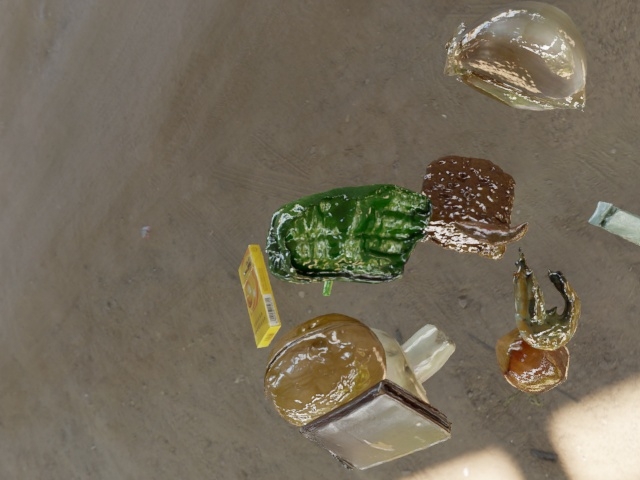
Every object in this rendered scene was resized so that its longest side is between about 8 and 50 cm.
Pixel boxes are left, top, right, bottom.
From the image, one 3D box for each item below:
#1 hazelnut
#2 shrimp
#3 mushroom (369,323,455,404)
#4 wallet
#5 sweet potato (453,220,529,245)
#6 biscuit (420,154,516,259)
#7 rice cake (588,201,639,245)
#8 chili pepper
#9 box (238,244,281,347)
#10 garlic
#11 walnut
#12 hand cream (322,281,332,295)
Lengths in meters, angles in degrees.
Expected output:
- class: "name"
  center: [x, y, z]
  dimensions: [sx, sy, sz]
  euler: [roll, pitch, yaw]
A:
- class: "hazelnut"
  center: [0.558, 0.312, 1.238]
  dimensions: [0.182, 0.182, 0.182]
  euler: [7, 102, 35]
- class: "shrimp"
  center: [0.534, 0.138, 1.102]
  dimensions: [0.145, 0.059, 0.254]
  euler: [-4, 94, 16]
- class: "mushroom"
  center: [0.204, 0.411, 1.421]
  dimensions: [0.353, 0.353, 0.325]
  euler: [64, 146, 10]
- class: "wallet"
  center: [0.054, 0.202, 0.502]
  dimensions: [0.095, 0.026, 0.176]
  euler: [34, 134, -6]
- class: "sweet potato"
  center: [0.495, -0.023, 1.346]
  dimensions: [0.255, 0.058, 0.078]
  euler: [10, 122, 60]
- class: "biscuit"
  center: [0.518, -0.138, 1.685]
  dimensions: [0.342, 0.395, 0.166]
  euler: [12, 138, 12]
- class: "rice cake"
  center: [0.812, -0.012, 1.150]
  dimensions: [0.336, 0.063, 0.066]
  euler: [21, 103, -12]
- class: "chili pepper"
  center: [0.060, -0.013, 1.006]
  dimensions: [0.167, 0.384, 0.213]
  euler: [-157, 60, -65]
- class: "box"
  center: [-0.185, 0.164, 1.391]
  dimensions: [0.152, 0.043, 0.269]
  euler: [-56, 44, 49]
- class: "garlic"
  center: [0.413, -0.379, 0.970]
  dimensions: [0.325, 0.279, 0.132]
  euler: [19, 91, 14]
- class: "walnut"
  center: [0.007, 0.207, 0.757]
  dimensions: [0.167, 0.207, 0.167]
  euler: [159, 90, -81]
- class: "hand cream"
  center: [0.028, 0.106, 1.389]
  dimensions: [0.036, 0.122, 0.023]
  euler: [9, 149, 7]
